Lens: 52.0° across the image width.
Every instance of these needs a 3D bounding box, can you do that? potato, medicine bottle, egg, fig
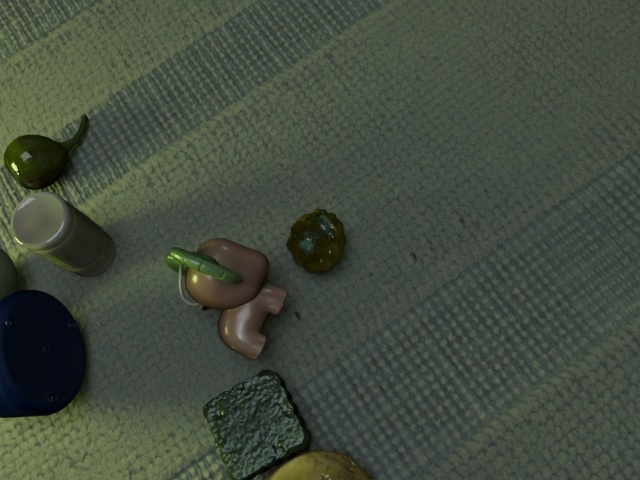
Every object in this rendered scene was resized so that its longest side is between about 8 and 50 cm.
[{"bbox_3d":[-0.016,0.498,1.310,0.234,0.128,0.161,6,72,14],"label":"potato"},{"bbox_3d":[-0.574,-0.007,1.487,0.133,0.250,0.133,-3,71,8],"label":"medicine bottle"},{"bbox_3d":[-0.786,0.108,1.531,0.146,0.146,0.199,2,80,8],"label":"egg"},{"bbox_3d":[-0.674,-0.231,1.661,0.149,0.149,0.245,40,62,17],"label":"fig"}]

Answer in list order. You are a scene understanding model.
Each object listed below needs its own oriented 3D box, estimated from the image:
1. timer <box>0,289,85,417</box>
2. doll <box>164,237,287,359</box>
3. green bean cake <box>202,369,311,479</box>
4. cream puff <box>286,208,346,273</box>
[{"bbox_3d":[-0.750,0.282,1.440,0.383,0.270,0.270,-17,70,16],"label":"timer"},{"bbox_3d":[-0.215,0.103,1.406,0.268,0.284,0.216,27,76,-11],"label":"doll"},{"bbox_3d":[-0.132,0.388,1.379,0.183,0.094,0.185,-29,70,-2],"label":"green bean cake"},{"bbox_3d":[0.000,0.000,1.488,0.146,0.116,0.146,1,93,23],"label":"cream puff"}]
